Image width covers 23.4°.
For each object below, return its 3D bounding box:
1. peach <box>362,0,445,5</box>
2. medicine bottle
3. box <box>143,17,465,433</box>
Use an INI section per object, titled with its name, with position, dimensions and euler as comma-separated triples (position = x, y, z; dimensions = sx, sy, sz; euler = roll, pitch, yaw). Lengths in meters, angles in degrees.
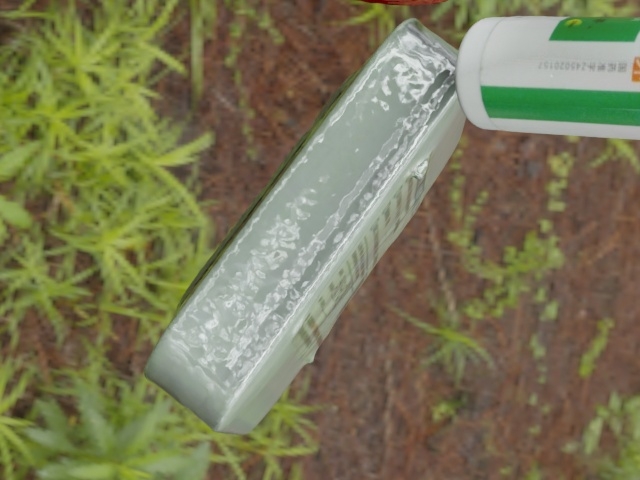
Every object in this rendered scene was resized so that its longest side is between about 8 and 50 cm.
[peach]
position = 0.039, -0.188, 0.728
dimensions = 0.158, 0.154, 0.267
euler = -58, 178, 23
[medicine bottle]
position = 0.230, -0.122, 1.166
dimensions = 0.095, 0.260, 0.095
euler = -13, 107, -49
[box]
position = -0.001, 0.000, 1.461
dimensions = 0.111, 0.396, 0.396
euler = 36, 84, 5
